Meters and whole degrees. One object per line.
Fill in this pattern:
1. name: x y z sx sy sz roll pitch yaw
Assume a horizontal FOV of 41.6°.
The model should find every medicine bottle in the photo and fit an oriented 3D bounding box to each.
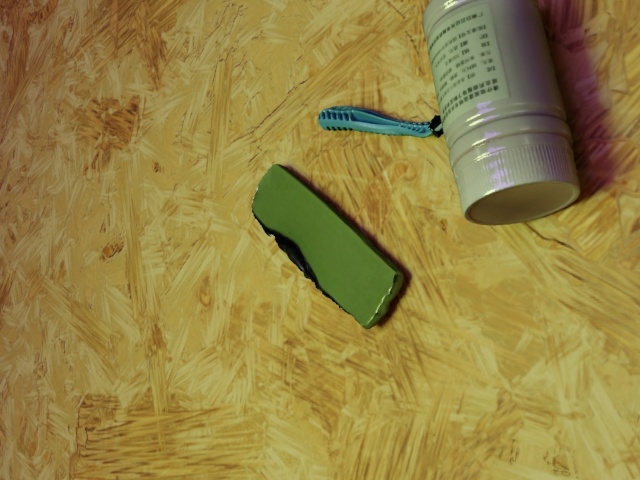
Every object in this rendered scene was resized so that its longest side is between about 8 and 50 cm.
1. medicine bottle: 0.195 -0.153 0.918 0.133 0.133 0.249 -27 64 41

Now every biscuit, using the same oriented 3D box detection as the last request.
1. biscuit: 0.000 0.000 1.162 0.322 0.038 0.099 44 110 43

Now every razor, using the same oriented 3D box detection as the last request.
1. razor: 0.086 -0.156 1.101 0.253 0.042 0.082 11 48 48
